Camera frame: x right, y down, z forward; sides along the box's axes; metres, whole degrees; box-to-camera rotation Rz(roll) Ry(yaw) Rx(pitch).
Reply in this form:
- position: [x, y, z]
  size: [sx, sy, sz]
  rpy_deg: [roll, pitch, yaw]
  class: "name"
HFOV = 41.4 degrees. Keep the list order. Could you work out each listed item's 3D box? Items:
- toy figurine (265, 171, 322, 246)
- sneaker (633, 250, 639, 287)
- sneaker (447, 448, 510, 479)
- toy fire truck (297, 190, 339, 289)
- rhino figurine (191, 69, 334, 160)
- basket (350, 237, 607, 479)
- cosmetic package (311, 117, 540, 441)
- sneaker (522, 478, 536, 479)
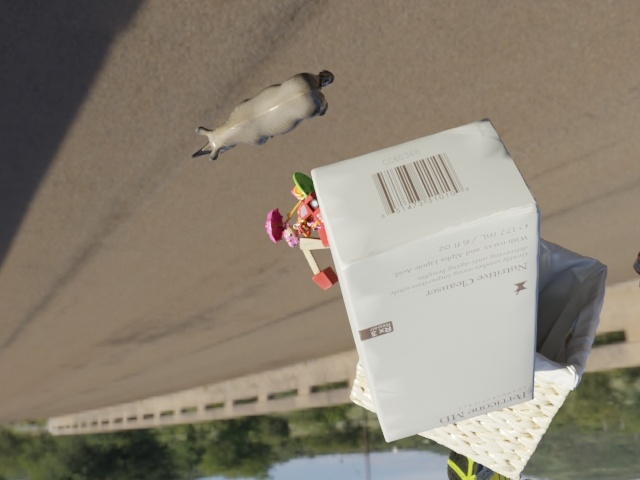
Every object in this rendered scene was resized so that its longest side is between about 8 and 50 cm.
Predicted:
- position: [-0.055, -0.049, 2.037]
  size: [0.159, 0.173, 0.130]
  rpy_deg: [-44, 159, 18]
  class: "toy figurine"
- position: [0.588, 0.009, 1.432]
  size: [0.087, 0.128, 0.221]
  rpy_deg: [12, -164, 12]
  class: "sneaker"
- position: [0.339, 0.588, 1.825]
  size: [0.147, 0.385, 0.145]
  rpy_deg: [34, 154, -20]
  class: "sneaker"
- position: [0.000, 0.000, 1.904]
  size: [0.135, 0.192, 0.047]
  rpy_deg: [-41, 176, 27]
  class: "toy fire truck"
- position: [-0.092, -0.179, 1.252]
  size: [0.243, 0.073, 0.106]
  rpy_deg: [-24, -175, 17]
  class: "rhino figurine"
- position: [0.253, 0.151, 1.394]
  size: [0.331, 0.267, 0.328]
  rpy_deg: [24, -144, 12]
  class: "basket"
- position: [0.135, 0.065, 1.010]
  size: [0.217, 0.156, 0.385]
  rpy_deg: [-17, 137, 1]
  class: "cosmetic package"
- position: [0.456, 0.504, 1.363]
  size: [0.257, 0.169, 0.447]
  rpy_deg: [-10, -177, 13]
  class: "sneaker"
